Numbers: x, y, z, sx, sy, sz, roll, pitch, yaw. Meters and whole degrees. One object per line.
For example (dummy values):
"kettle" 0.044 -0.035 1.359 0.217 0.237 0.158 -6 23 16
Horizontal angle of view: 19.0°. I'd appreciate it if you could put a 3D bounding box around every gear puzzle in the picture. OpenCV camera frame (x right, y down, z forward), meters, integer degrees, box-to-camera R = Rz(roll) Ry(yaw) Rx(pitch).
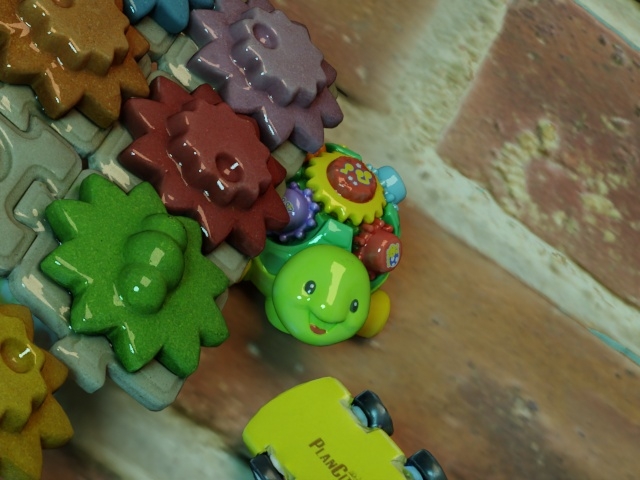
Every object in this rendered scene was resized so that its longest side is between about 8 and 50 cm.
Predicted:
"gear puzzle" -0.089 -0.036 0.740 0.175 0.044 0.339 42 38 -13

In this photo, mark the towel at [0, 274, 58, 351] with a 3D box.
"towel" -0.259 -0.121 0.755 0.374 0.090 0.320 24 42 -26

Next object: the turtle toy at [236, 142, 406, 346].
"turtle toy" 0.000 0.000 0.875 0.095 0.066 0.130 23 44 -17

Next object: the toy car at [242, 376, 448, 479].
"toy car" 0.074 0.149 0.732 0.225 0.053 0.239 -7 46 11
